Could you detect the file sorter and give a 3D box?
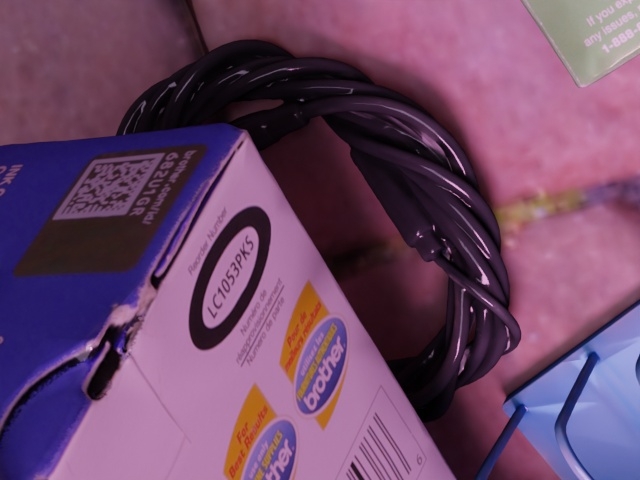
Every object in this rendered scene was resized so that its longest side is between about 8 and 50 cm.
[{"bbox_3d":[0.161,0.076,0.727,0.170,0.104,0.118,-39,92,24],"label":"file sorter"}]

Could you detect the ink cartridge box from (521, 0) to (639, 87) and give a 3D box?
[{"bbox_3d":[0.103,-0.186,0.673,0.154,0.093,0.212,-32,93,24],"label":"ink cartridge box"}]

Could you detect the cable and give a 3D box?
[{"bbox_3d":[0.000,0.000,0.794,0.184,0.047,0.150,19,106,15],"label":"cable"}]

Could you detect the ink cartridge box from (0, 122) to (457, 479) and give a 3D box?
[{"bbox_3d":[-0.070,0.149,0.647,0.151,0.270,0.395,-3,133,32],"label":"ink cartridge box"}]
